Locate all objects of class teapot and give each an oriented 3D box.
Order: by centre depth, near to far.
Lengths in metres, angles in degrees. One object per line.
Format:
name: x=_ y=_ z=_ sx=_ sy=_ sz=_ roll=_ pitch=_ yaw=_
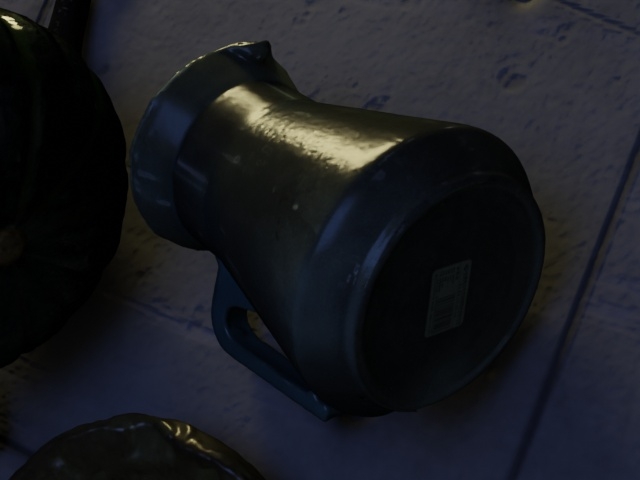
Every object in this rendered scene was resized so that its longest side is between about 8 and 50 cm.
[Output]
teapot: x=0.000 y=0.000 z=0.965 sx=0.225 sy=0.171 sz=0.203 roll=33 pitch=122 yaw=43

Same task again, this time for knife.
knife: x=-0.157 y=-0.226 z=1.220 sx=0.060 sy=0.028 sz=0.230 roll=1 pitch=70 yaw=20

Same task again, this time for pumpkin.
pumpkin: x=-0.247 y=-0.032 z=1.069 sx=0.216 sy=0.250 sz=0.250 roll=13 pitch=80 yaw=37

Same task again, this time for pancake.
pancake: x=-0.112 y=0.222 z=1.012 sx=0.242 sy=0.050 sz=0.242 roll=-6 pitch=79 yaw=31
